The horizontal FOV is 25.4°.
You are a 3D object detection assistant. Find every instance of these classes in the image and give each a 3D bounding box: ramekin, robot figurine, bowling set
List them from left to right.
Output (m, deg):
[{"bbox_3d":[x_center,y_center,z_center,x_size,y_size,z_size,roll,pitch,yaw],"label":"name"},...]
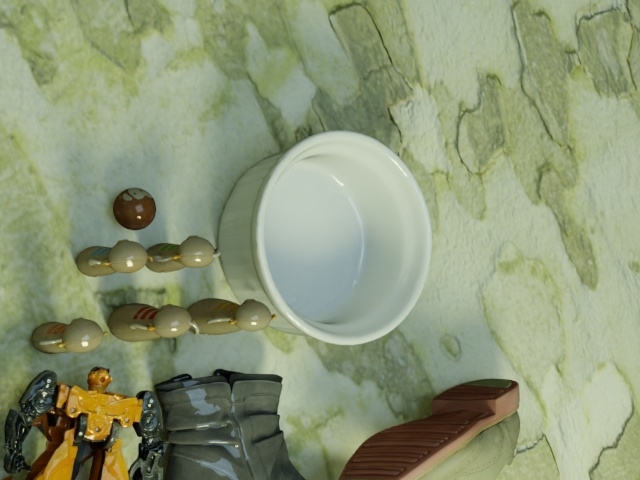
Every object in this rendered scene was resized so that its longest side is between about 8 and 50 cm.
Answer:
[{"bbox_3d":[-0.295,0.292,1.683,0.211,0.085,0.291,17,78,-33],"label":"robot figurine"},{"bbox_3d":[-0.212,0.034,1.716,0.287,0.154,0.200,-9,92,-35],"label":"bowling set"},{"bbox_3d":[0.000,0.000,1.877,0.277,0.135,0.277,3,84,-34],"label":"ramekin"}]

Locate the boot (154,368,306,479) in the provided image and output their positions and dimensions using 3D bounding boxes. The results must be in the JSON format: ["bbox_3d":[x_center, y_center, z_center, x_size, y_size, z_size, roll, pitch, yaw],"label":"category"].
[{"bbox_3d":[-0.056,0.278,1.837,0.338,0.118,0.222,10,74,-39],"label":"boot"}]

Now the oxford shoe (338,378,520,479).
[{"bbox_3d":[0.168,0.310,1.928,0.397,0.140,0.146,-21,105,-49],"label":"oxford shoe"}]
